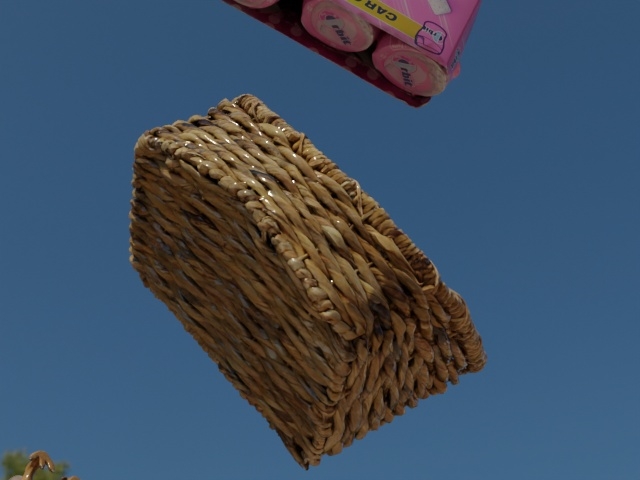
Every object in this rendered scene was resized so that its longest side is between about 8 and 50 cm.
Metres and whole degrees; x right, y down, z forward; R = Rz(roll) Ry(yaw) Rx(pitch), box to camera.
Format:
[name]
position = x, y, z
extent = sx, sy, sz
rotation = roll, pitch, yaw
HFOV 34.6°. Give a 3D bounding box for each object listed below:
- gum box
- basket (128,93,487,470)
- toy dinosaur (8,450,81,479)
[gum box]
position = 0.025, -0.184, 0.720
extent = 0.188, 0.107, 0.062
rotation = 29, -27, -3
[basket]
position = 0.000, 0.000, 0.901
extent = 0.223, 0.299, 0.213
rotation = -23, -38, -33
[toy dinosaur]
position = -0.269, 0.244, 0.934
extent = 0.064, 0.211, 0.112
rotation = 33, -80, -30
